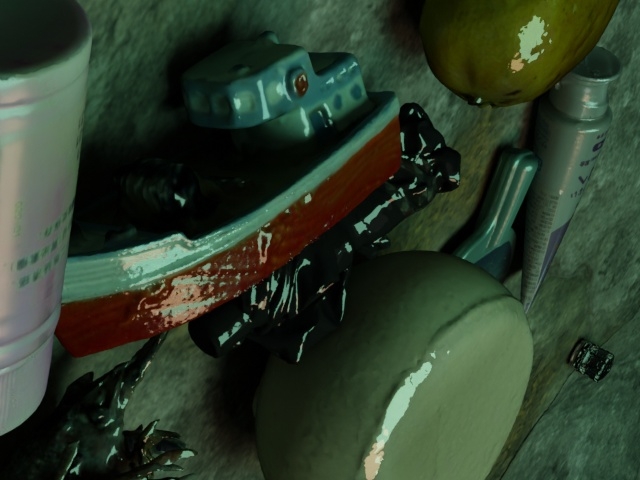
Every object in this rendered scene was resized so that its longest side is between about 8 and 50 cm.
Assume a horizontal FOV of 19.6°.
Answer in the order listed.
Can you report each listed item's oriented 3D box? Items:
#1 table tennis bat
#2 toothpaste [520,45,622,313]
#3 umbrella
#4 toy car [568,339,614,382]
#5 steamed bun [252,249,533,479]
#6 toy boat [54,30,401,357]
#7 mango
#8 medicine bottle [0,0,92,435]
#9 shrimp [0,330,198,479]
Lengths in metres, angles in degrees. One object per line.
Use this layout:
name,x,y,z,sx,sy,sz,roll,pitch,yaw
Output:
table tennis bat,0.160,0.014,1.842,0.149,0.038,0.237,-17,134,-53
toothpaste,0.237,-0.056,1.857,0.114,0.073,0.299,-71,173,-51
umbrella,0.001,0.000,1.493,0.272,0.110,0.122,-44,152,-27
toy car,0.330,0.146,2.248,0.041,0.025,0.093,-58,149,2
steamed bun,0.049,0.132,1.624,0.283,0.177,0.283,-39,145,-36
toy boat,-0.087,-0.043,1.290,0.332,0.145,0.133,-37,122,-38
mango,0.181,-0.216,1.555,0.262,0.130,0.167,-39,142,-43
medicine bottle,-0.220,-0.020,1.076,0.152,0.152,0.254,-26,138,-45
shrimp,-0.184,0.204,1.397,0.372,0.137,0.172,-51,-172,1
